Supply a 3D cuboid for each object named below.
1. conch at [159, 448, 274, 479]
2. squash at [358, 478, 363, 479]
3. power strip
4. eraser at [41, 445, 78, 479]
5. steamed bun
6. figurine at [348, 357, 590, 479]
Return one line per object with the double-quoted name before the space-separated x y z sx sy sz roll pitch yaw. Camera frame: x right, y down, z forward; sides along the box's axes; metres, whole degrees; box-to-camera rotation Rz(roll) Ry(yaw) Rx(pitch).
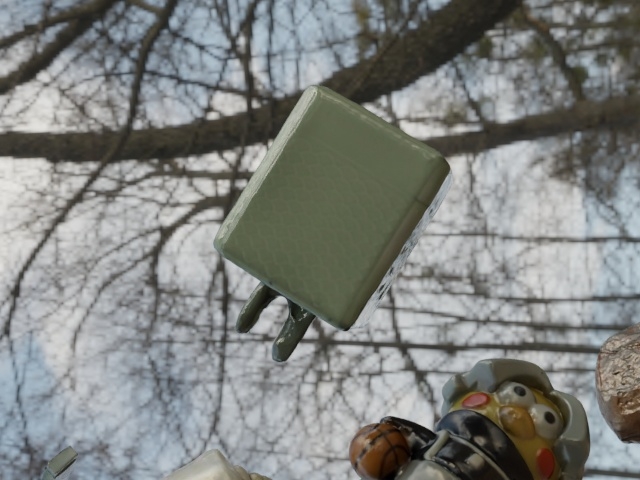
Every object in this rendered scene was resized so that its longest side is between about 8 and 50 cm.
"conch" -0.123 0.265 1.068 0.176 0.094 0.104 -27 -41 -16
"squash" 0.112 0.321 1.323 0.219 0.219 0.041 -53 -50 -50
"power strip" 0.000 0.000 0.973 0.224 0.139 0.140 -58 -7 1
"eraser" -0.309 0.269 1.340 0.038 0.083 0.019 -39 -97 -28
"steamed bun" 0.369 0.146 1.220 0.175 0.145 0.106 -55 -51 -64
"figurine" 0.136 0.205 1.039 0.236 0.176 0.133 -32 -23 -35
